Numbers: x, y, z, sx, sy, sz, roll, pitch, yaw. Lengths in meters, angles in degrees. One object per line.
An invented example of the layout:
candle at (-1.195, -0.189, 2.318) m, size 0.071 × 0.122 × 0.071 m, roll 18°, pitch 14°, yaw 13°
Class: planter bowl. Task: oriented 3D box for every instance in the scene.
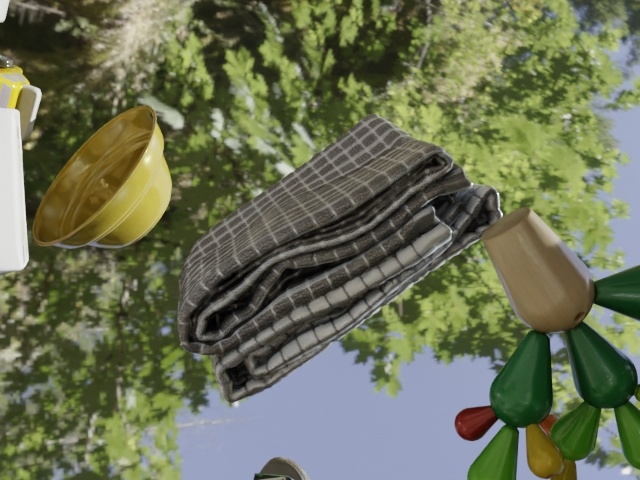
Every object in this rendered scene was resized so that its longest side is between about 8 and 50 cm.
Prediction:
planter bowl at (-0.252, -0.058, 1.099) m, size 0.217 × 0.090 × 0.217 m, roll -31°, pitch -145°, yaw 25°

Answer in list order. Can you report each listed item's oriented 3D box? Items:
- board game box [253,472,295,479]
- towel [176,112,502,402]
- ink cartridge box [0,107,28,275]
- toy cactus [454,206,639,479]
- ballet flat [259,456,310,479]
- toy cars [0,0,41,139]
board game box at (0.001, 0.267, 0.638) m, size 0.030 × 0.260 × 0.136 m, roll -4°, pitch -119°, yaw 19°
towel at (0.000, 0.000, 0.806) m, size 0.283 × 0.235 × 0.121 m, roll -34°, pitch -79°, yaw -1°
ink cartridge box at (-0.308, -0.014, 0.539) m, size 0.237 × 0.172 × 0.100 m, roll -12°, pitch -99°, yaw 49°
toy cactus at (0.162, 0.059, 0.537) m, size 0.219 × 0.112 × 0.180 m, roll -34°, pitch -80°, yaw 6°
ballet flat at (-0.007, 0.363, 0.989) m, size 0.084 × 0.058 × 0.250 m, roll -24°, pitch -101°, yaw 0°
toy cars at (-0.352, -0.205, 0.936) m, size 0.394 × 0.087 × 0.176 m, roll 117°, pitch -12°, yaw -61°
